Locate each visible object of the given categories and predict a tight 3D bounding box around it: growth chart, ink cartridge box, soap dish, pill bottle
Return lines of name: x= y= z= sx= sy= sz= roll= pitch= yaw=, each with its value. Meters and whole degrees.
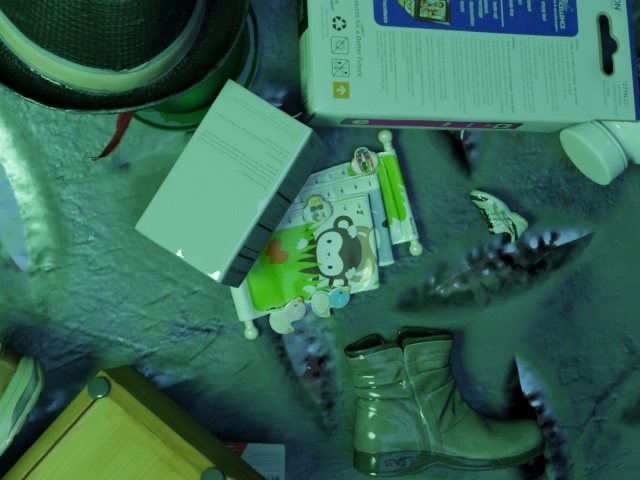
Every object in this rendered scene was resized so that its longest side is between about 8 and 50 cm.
growth chart: x=0.000 y=0.000 z=1.264 sx=0.237 sy=0.021 sz=0.172 roll=-25 pitch=105 yaw=-9
ink cartridge box: x=-0.093 y=0.289 z=1.239 sx=0.099 sy=0.056 sz=0.135 roll=8 pitch=75 yaw=-28
soap dish: x=-0.219 y=0.286 z=1.128 sx=0.229 sy=0.118 sz=0.291 roll=35 pitch=74 yaw=25
pill bottle: x=0.366 y=-0.150 z=1.298 sx=0.180 sy=0.108 sz=0.108 roll=-40 pitch=108 yaw=-7
ink cartridge box: x=0.159 y=-0.209 z=1.224 sx=0.370 sy=0.069 sz=0.176 roll=0 pitch=81 yaw=-13

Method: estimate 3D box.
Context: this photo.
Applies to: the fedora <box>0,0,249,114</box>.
fedora: x=-0.204 y=-0.285 z=1.019 sx=0.334 sy=0.152 sz=0.334 roll=5 pitch=70 yaw=-13

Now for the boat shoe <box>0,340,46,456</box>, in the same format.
boat shoe: x=-0.385 y=0.226 z=1.054 sx=0.116 sy=0.123 sz=0.324 roll=36 pitch=65 yaw=-14

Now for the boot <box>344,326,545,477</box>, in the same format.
boot: x=0.148 y=0.180 z=1.313 sx=0.246 sy=0.083 sz=0.161 roll=-2 pitch=95 yaw=-18

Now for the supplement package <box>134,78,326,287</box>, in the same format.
supplement package: x=-0.088 y=-0.054 z=1.167 sx=0.105 sy=0.105 sz=0.179 roll=33 pitch=90 yaw=9

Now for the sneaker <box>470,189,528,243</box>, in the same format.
sneaker: x=0.201 y=-0.026 z=1.313 sx=0.083 sy=0.032 sz=0.037 roll=34 pitch=89 yaw=-18

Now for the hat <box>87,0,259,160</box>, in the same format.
hat: x=-0.129 y=-0.176 z=1.108 sx=0.172 sy=0.183 sz=0.209 roll=8 pitch=98 yaw=-16
